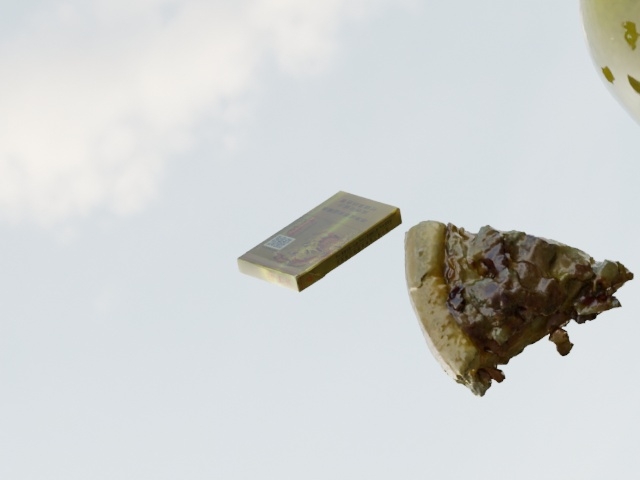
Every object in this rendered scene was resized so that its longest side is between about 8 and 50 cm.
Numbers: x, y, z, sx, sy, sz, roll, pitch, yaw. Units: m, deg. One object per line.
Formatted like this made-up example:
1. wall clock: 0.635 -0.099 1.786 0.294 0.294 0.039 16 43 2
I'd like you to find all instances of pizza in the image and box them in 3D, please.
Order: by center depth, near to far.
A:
1. pizza: 0.171 0.039 1.574 0.194 0.154 0.069 -11 -29 -11

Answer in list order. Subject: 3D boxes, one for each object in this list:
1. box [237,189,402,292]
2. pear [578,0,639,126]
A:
1. box: 0.000 0.000 1.918 0.156 0.089 0.022 -35 -55 -37
2. pear: 0.340 -0.220 1.570 0.285 0.336 0.285 -5 -50 -6
